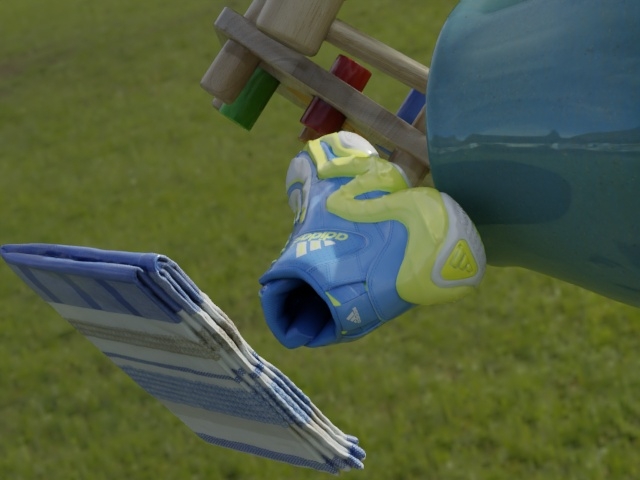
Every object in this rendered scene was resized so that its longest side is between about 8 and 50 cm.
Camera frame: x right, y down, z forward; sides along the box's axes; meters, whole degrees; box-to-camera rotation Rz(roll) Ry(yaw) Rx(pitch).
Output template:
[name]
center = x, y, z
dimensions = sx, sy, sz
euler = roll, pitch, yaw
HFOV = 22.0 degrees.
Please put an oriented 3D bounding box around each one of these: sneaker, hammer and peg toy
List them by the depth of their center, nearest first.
[sneaker]
center = 0.000, 0.000, 1.034
dimensions = 0.126, 0.091, 0.240
euler = -29, 19, -15
[hammer and peg toy]
center = 0.019, -0.125, 1.519
dimensions = 0.127, 0.266, 0.361
euler = -57, 1, -1

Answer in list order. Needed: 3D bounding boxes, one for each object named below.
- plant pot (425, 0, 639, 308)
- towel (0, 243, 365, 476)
[plant pot]
center = 0.212, -0.075, 0.994
dimensions = 0.255, 0.271, 0.272
euler = 0, 23, 33
[towel]
center = -0.109, 0.094, 1.330
dimensions = 0.209, 0.285, 0.034
euler = 4, 56, 48
